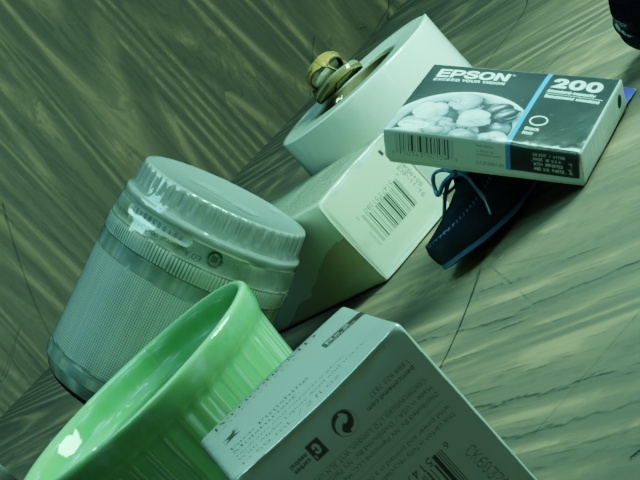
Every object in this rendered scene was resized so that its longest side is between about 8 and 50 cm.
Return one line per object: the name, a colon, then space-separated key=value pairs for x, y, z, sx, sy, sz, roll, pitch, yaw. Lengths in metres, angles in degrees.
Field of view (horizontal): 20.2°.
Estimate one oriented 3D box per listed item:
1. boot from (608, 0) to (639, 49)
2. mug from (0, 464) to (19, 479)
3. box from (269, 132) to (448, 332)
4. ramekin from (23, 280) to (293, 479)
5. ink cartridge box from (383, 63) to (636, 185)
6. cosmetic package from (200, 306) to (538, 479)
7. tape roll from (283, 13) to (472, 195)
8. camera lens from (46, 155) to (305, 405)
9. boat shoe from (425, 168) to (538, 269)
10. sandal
boot: x=0.374 y=-0.340 z=1.886 sx=0.246 sy=0.094 sz=0.207 roll=-48 pitch=-35 yaw=-4
mug: x=-0.520 y=0.410 z=2.181 sx=0.328 sy=0.276 sz=0.374 roll=-53 pitch=-18 yaw=-19
box: x=0.000 y=0.000 z=2.166 sx=0.148 sy=0.121 sz=0.311 roll=-49 pitch=11 yaw=-30
ramekin: x=-0.137 y=0.196 z=1.759 sx=0.303 sy=0.148 sz=0.303 roll=-42 pitch=9 yaw=8
ink cartridge box: x=0.196 y=-0.134 z=1.818 sx=0.206 sy=0.045 sz=0.208 roll=8 pitch=33 yaw=22
cosmetic package: x=0.029 y=0.153 z=1.228 sx=0.151 sy=0.151 sz=0.183 roll=-43 pitch=9 yaw=-7
tape roll: x=0.096 y=-0.141 z=2.259 sx=0.246 sy=0.169 sz=0.246 roll=-41 pitch=9 yaw=8
camera lens: x=-0.163 y=0.071 z=2.001 sx=0.219 sy=0.219 sz=0.274 roll=-96 pitch=31 yaw=-79
boat shoe: x=0.168 y=-0.069 z=1.866 sx=0.109 sy=0.089 sz=0.258 roll=-34 pitch=12 yaw=44
sandal: x=0.010 y=-0.214 z=2.270 sx=0.072 sy=0.049 sz=0.180 roll=-42 pitch=9 yaw=3
